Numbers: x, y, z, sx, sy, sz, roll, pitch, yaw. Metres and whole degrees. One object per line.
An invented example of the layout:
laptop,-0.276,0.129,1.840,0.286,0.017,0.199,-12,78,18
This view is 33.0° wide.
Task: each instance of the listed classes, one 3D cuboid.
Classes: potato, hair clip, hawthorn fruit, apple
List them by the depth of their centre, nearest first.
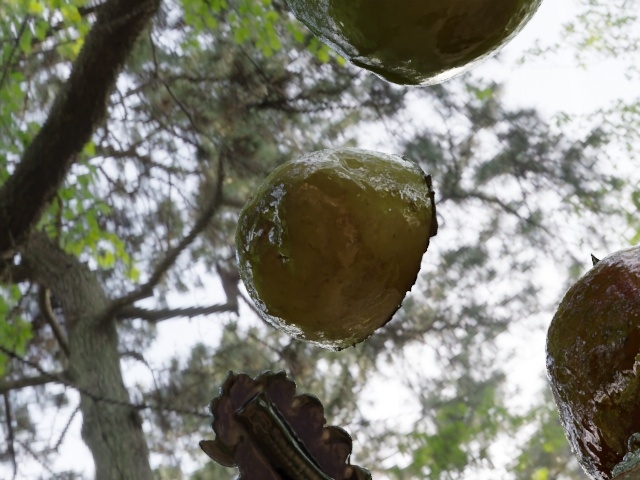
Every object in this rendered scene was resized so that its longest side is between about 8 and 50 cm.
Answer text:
hair clip,-0.026,0.196,0.964,0.195,0.052,0.124,48,-122,-13
apple,0.094,-0.300,1.111,0.292,0.292,0.254,25,-73,-32
potato,0.000,0.000,1.380,0.242,0.243,0.285,27,-63,-32
hawthorn fruit,0.506,0.169,1.570,0.402,0.403,0.403,-10,-56,-15

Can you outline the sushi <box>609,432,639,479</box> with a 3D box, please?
sushi,0.406,0.241,1.165,0.272,0.134,0.109,-6,-23,-31
